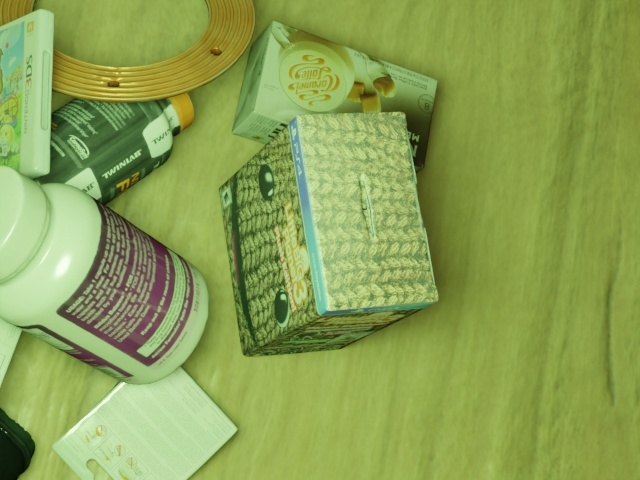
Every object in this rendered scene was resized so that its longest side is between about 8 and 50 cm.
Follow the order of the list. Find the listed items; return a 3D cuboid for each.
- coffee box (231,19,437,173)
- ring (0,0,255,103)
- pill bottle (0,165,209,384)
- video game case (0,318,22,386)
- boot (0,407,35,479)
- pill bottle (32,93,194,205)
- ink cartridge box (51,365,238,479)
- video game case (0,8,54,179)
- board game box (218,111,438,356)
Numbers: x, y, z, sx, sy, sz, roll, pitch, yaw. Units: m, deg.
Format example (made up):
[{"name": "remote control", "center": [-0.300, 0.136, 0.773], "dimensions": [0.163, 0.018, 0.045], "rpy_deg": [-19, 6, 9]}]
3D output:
[{"name": "coffee box", "center": [0.021, -0.179, 1.842], "dimensions": [0.246, 0.098, 0.141], "rpy_deg": [18, 69, -17]}, {"name": "ring", "center": [-0.250, -0.279, 1.720], "dimensions": [0.336, 0.032, 0.337], "rpy_deg": [3, 48, -4]}, {"name": "pill bottle", "center": [-0.276, 0.037, 1.546], "dimensions": [0.301, 0.169, 0.169], "rpy_deg": [38, 59, -47]}, {"name": "video game case", "center": [-0.438, 0.069, 1.549], "dimensions": [0.210, 0.042, 0.232], "rpy_deg": [26, 36, -15]}, {"name": "boot", "center": [-0.435, 0.226, 1.480], "dimensions": [0.246, 0.094, 0.207], "rpy_deg": [41, 23, -12]}, {"name": "pill bottle", "center": [-0.272, -0.117, 1.683], "dimensions": [0.245, 0.130, 0.130], "rpy_deg": [-38, 92, -27]}, {"name": "ink cartridge box", "center": [-0.212, 0.239, 1.667], "dimensions": [0.179, 0.045, 0.145], "rpy_deg": [-43, 95, -9]}, {"name": "video game case", "center": [-0.386, -0.152, 1.602], "dimensions": [0.023, 0.212, 0.193], "rpy_deg": [13, 71, -46]}, {"name": "board game box", "center": [0.000, 0.000, 1.674], "dimensions": [0.141, 0.291, 0.232], "rpy_deg": [-4, 76, -24]}]
